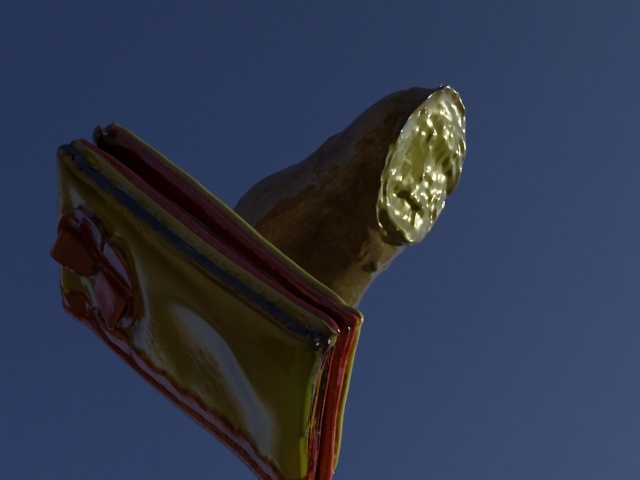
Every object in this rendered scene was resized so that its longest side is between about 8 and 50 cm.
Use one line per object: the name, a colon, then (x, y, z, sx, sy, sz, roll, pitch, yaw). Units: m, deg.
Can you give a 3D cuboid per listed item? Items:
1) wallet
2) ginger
wallet: (-0.078, 0.045, 1.033, 0.241, 0.067, 0.141, 36, -47, 35)
ginger: (0.000, 0.000, 1.518, 0.354, 0.190, 0.126, -44, -36, 6)
